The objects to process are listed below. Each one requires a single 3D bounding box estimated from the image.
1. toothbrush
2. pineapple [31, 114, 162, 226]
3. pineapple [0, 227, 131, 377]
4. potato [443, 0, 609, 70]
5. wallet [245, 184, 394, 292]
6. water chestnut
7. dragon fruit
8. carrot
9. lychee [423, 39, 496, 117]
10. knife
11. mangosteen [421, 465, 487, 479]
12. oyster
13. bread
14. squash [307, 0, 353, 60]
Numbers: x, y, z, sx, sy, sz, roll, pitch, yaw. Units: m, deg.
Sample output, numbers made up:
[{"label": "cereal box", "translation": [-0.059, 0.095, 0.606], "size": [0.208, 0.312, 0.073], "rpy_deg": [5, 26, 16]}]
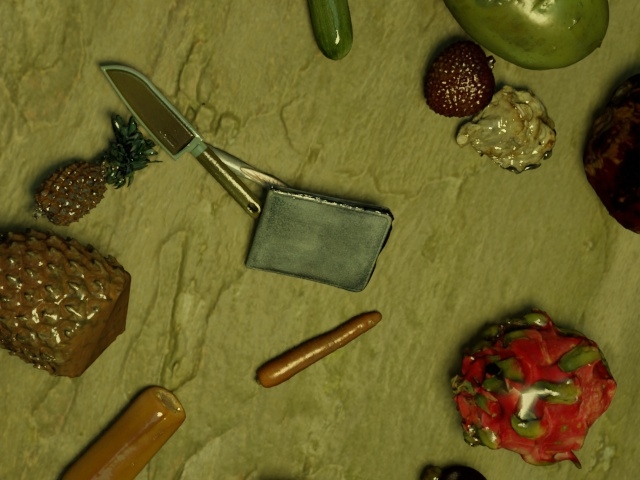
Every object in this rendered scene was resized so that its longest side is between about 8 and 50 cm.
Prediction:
[{"label": "toothbrush", "translation": [-0.088, -0.098, 1.406], "size": [0.375, 0.037, 0.028], "rpy_deg": [25, 89, -12]}, {"label": "pineapple", "translation": [-0.358, -0.104, 1.316], "size": [0.221, 0.083, 0.103], "rpy_deg": [-38, 105, -7]}, {"label": "pineapple", "translation": [-0.469, 0.051, 1.278], "size": [0.361, 0.202, 0.202], "rpy_deg": [30, 91, 0]}, {"label": "potato", "translation": [0.317, -0.397, 1.356], "size": [0.304, 0.216, 0.216], "rpy_deg": [24, 92, -8]}, {"label": "wallet", "translation": [0.000, -0.001, 1.407], "size": [0.221, 0.036, 0.167], "rpy_deg": [11, 122, -12]}, {"label": "water chestnut", "translation": [0.601, -0.150, 1.446], "size": [0.289, 0.289, 0.244], "rpy_deg": [-50, 137, -2]}, {"label": "dragon fruit", "translation": [0.373, 0.253, 1.464], "size": [0.302, 0.237, 0.231], "rpy_deg": [-19, 123, -20]}, {"label": "carrot", "translation": [-0.001, 0.185, 1.463], "size": [0.247, 0.043, 0.043], "rpy_deg": [-28, 103, -10]}, {"label": "lychee", "translation": [0.232, -0.264, 1.408], "size": [0.129, 0.123, 0.123], "rpy_deg": [-33, 104, -2]}, {"label": "knife", "translation": [-0.219, -0.154, 1.348], "size": [0.061, 0.027, 0.343], "rpy_deg": [-40, 105, 10]}, {"label": "mangosteen", "translation": [0.234, 0.471, 1.512], "size": [0.152, 0.152, 0.153], "rpy_deg": [-2, 99, -12]}, {"label": "oyster", "translation": [0.327, -0.186, 1.462], "size": [0.191, 0.081, 0.163], "rpy_deg": [-22, 107, -5]}, {"label": "bread", "translation": [-0.326, 0.347, 1.396], "size": [0.092, 0.074, 0.239], "rpy_deg": [43, 87, -10]}, {"label": "squash", "translation": [0.007, -0.410, 1.360], "size": [0.069, 0.069, 0.239], "rpy_deg": [-14, 103, -10]}]
